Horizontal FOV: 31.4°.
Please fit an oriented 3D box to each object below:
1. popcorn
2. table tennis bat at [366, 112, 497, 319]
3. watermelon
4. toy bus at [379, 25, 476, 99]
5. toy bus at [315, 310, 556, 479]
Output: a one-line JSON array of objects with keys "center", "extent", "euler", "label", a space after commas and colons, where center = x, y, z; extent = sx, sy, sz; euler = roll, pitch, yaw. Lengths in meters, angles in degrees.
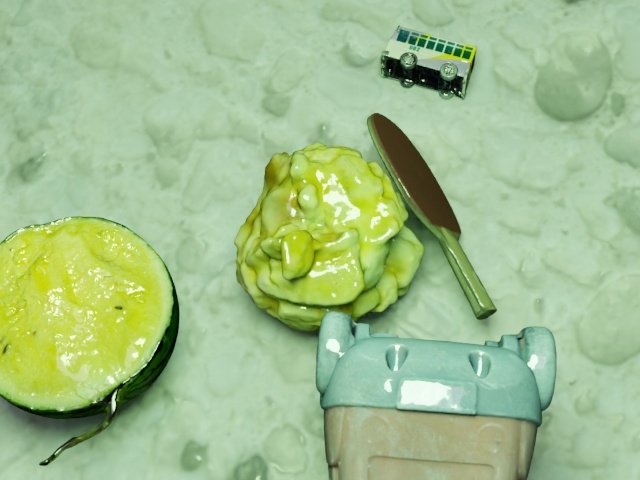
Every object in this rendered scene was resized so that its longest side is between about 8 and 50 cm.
[{"center": [0.001, 0.001, 1.130], "extent": [0.167, 0.187, 0.185], "euler": [24, 53, 23], "label": "popcorn"}, {"center": [0.114, -0.029, 1.176], "extent": [0.022, 0.138, 0.246], "euler": [-34, 66, 19], "label": "table tennis bat"}, {"center": [-0.236, 0.091, 1.140], "extent": [0.204, 0.127, 0.232], "euler": [-35, 65, -12], "label": "watermelon"}, {"center": [0.123, -0.205, 1.299], "extent": [0.102, 0.052, 0.058], "euler": [18, 66, 11], "label": "toy bus"}, {"center": [0.090, 0.188, 1.003], "extent": [0.197, 0.294, 0.231], "euler": [4, 82, 1], "label": "toy bus"}]
